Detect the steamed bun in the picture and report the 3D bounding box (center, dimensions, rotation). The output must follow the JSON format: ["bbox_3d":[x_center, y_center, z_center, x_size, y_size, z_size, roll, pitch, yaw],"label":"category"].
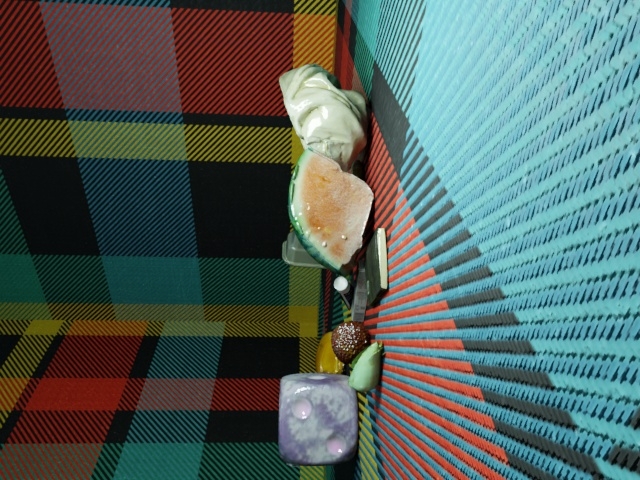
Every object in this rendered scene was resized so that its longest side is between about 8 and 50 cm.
[{"bbox_3d":[0.037,-0.377,1.515,0.346,0.238,0.394,34,-144,-80],"label":"steamed bun"}]

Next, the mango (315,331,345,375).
[{"bbox_3d":[0.042,0.495,2.081,0.252,0.126,0.153,-92,16,-50],"label":"mango"}]

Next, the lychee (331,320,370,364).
[{"bbox_3d":[0.089,0.299,1.436,0.129,0.123,0.123,109,164,-50],"label":"lychee"}]

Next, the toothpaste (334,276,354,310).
[{"bbox_3d":[0.088,0.172,1.564,0.071,0.045,0.193,-57,-27,-11],"label":"toothpaste"}]

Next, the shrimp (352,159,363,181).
[{"bbox_3d":[0.128,-0.199,1.625,0.184,0.043,0.091,-83,-10,-49],"label":"shrimp"}]

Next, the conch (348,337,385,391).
[{"bbox_3d":[0.124,0.316,1.258,0.105,0.079,0.170,-109,35,-63],"label":"conch"}]

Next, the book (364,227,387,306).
[{"bbox_3d":[0.146,0.077,1.294,0.228,0.024,0.160,101,169,-71],"label":"book"}]

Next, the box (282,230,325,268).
[{"bbox_3d":[0.000,0.000,1.820,0.138,0.274,0.178,-95,13,-50],"label":"box"}]

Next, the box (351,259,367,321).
[{"bbox_3d":[0.125,0.159,1.501,0.055,0.040,0.218,-90,3,-53],"label":"box"}]

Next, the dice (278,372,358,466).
[{"bbox_3d":[-0.013,0.621,1.715,0.270,0.270,0.271,117,154,-83],"label":"dice"}]

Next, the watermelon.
[{"bbox_3d":[0.005,-0.045,1.408,0.222,0.292,0.319,-61,-2,-47],"label":"watermelon"}]
